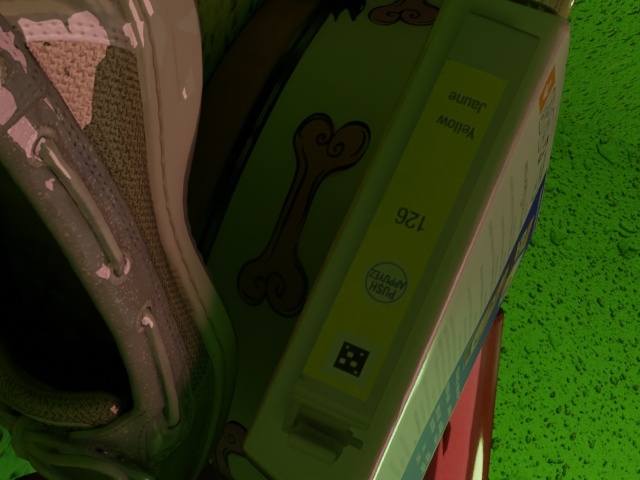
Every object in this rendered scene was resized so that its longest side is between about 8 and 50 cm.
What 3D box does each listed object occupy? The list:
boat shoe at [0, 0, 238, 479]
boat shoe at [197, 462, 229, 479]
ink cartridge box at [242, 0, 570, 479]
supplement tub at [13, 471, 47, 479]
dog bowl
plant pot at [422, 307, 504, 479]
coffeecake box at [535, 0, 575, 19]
[{"bbox_3d":[-0.104,0.019,0.423,0.103,0.118,0.320,-51,158,-40],"label":"boat shoe"},{"bbox_3d":[-0.101,0.228,0.952,0.120,0.123,0.324,-36,179,13],"label":"boat shoe"},{"bbox_3d":[0.039,0.072,0.575,0.307,0.072,0.303,-63,167,-12],"label":"ink cartridge box"},{"bbox_3d":[-0.145,0.305,0.554,0.207,0.207,0.338,-8,121,-79],"label":"supplement tub"},{"bbox_3d":[0.000,-0.008,0.798,0.408,0.150,0.408,23,90,-80],"label":"dog bowl"},{"bbox_3d":[0.075,0.180,1.171,0.272,0.272,0.265,-33,133,-73],"label":"plant pot"},{"bbox_3d":[0.094,-0.232,0.680,0.068,0.185,0.142,95,20,-61],"label":"coffeecake box"}]
